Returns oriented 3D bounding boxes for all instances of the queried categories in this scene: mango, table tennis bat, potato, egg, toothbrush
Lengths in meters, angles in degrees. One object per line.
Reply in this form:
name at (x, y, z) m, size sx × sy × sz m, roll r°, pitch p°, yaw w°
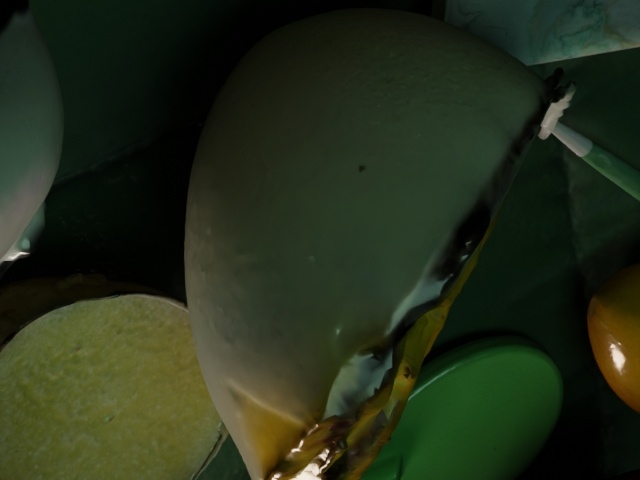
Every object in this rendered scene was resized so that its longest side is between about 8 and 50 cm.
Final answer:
mango at (0.278, 0.072, 1.362) m, size 0.219 × 0.112 × 0.145 m, roll 16°, pitch 114°, yaw -26°
table tennis bat at (0.062, 0.149, 1.333) m, size 0.257 × 0.039 × 0.160 m, roll -20°, pitch 132°, yaw -25°
potato at (-0.143, 0.086, 1.129) m, size 0.200 × 0.081 × 0.164 m, roll 27°, pitch 98°, yaw -45°
egg at (0.001, -0.002, 1.074) m, size 0.174 × 0.264 × 0.286 m, roll 28°, pitch 104°, yaw 4°
toothbrush at (0.185, -0.054, 1.265) m, size 0.257 × 0.024 × 0.018 m, roll 28°, pitch 105°, yaw -44°

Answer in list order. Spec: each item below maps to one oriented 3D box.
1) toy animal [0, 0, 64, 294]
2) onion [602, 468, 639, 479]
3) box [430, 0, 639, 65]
toy animal at (-0.216, -0.107, 0.831) m, size 0.251 × 0.251 × 0.310 m, roll -16°, pitch 137°, yaw -21°
onion at (0.210, 0.341, 1.364) m, size 0.341 × 0.341 × 0.341 m, roll -17°, pitch 130°, yaw -21°
box at (0.196, -0.183, 1.160) m, size 0.285 × 0.044 × 0.142 m, roll -12°, pitch 124°, yaw -25°
